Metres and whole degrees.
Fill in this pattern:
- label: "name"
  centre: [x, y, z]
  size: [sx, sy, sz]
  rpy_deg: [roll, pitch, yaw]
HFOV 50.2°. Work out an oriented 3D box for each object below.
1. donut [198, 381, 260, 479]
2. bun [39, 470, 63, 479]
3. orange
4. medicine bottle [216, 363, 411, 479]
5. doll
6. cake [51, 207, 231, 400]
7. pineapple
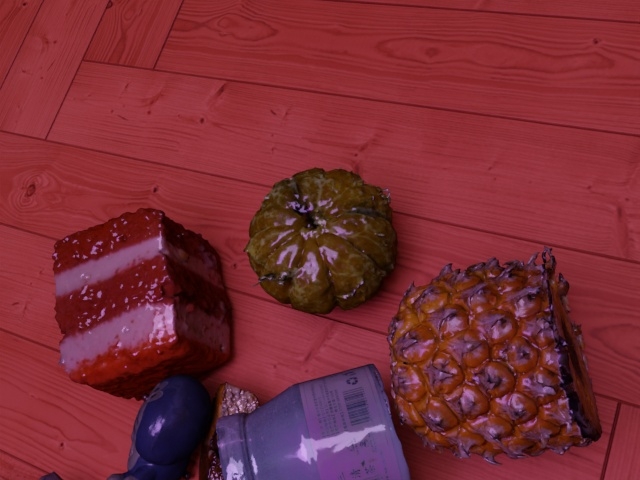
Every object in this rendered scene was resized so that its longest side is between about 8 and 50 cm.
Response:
- label: "donut"
  centre: [-0.174, 0.386, 1.309]
  size: [0.085, 0.141, 0.217]
  rpy_deg: [12, 75, -16]
- label: "bun"
  centre: [-0.594, 0.605, 1.348]
  size: [0.282, 0.204, 0.281]
  rpy_deg: [-9, 54, 13]
- label: "orange"
  centre: [0.000, 0.000, 1.336]
  size: [0.300, 0.223, 0.301]
  rpy_deg: [-10, 67, 0]
- label: "medicine bottle"
  centre: [-0.013, 0.359, 1.158]
  size: [0.290, 0.245, 0.244]
  rpy_deg: [-15, 65, -1]
- label: "doll"
  centre: [-0.303, 0.373, 1.306]
  size: [0.154, 0.228, 0.258]
  rpy_deg: [21, 122, 3]
- label: "cake"
  centre: [-0.350, 0.135, 1.389]
  size: [0.270, 0.269, 0.319]
  rpy_deg: [-21, 65, 14]
- label: "pineapple"
  centre: [0.277, 0.193, 1.111]
  size: [0.300, 0.352, 0.352]
  rpy_deg: [-10, 67, 27]
